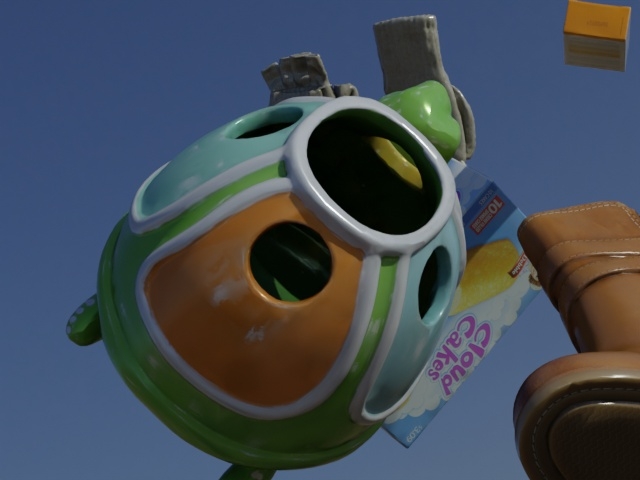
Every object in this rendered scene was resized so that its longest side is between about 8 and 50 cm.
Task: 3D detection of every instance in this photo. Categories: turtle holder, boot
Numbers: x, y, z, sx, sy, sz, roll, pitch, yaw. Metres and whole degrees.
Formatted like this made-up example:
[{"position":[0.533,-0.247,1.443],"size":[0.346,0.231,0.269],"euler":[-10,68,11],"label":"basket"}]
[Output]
[{"position":[0.005,0.016,1.323],"size":[0.320,0.243,0.227],"euler":[-8,-32,-43],"label":"turtle holder"},{"position":[0.174,0.051,1.076],"size":[0.283,0.220,0.109],"euler":[6,-51,-38],"label":"boot"}]

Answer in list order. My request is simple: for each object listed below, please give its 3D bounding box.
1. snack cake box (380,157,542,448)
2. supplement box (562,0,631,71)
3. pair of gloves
[{"position":[0.112,0.065,1.963],"size":[0.264,0.089,0.152],"euler":[-50,-56,-4],"label":"snack cake box"},{"position":[0.271,-0.200,1.846],"size":[0.062,0.036,0.098],"euler":[9,-12,10],"label":"supplement box"},{"position":[0.055,-0.130,2.084],"size":[0.240,0.204,0.042],"euler":[-16,6,28],"label":"pair of gloves"}]
